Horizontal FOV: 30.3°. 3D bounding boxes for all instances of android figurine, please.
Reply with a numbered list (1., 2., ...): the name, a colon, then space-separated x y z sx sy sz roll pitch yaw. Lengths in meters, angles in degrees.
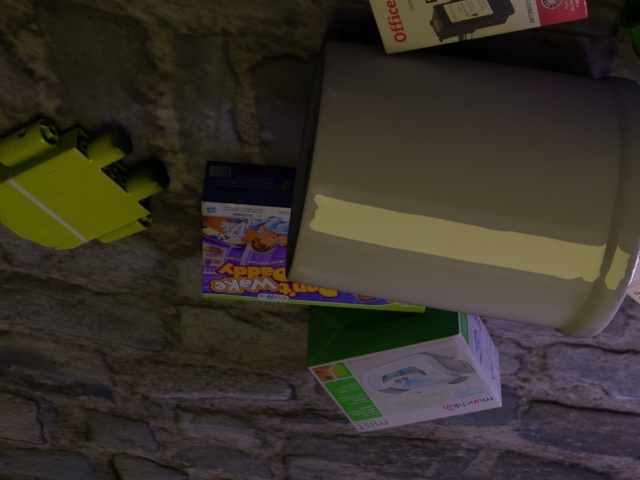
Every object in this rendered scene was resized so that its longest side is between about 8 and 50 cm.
1. android figurine: -0.359 -0.072 1.700 0.273 0.056 0.248 -22 136 27

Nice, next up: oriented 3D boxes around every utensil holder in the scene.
1. utensil holder: 0.168 -0.069 1.460 0.386 0.327 0.327 9 142 -5

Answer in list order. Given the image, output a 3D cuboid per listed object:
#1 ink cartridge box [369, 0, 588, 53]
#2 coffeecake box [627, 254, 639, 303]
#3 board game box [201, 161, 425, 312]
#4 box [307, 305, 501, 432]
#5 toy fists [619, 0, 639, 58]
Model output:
1. ink cartridge box: 0.165 -0.317 1.316 0.237 0.100 0.172 -9 140 14
2. coffeecake box: 0.514 0.027 1.764 0.142 0.068 0.185 -29 132 35
3. board game box: 0.000 0.000 1.752 0.347 0.078 0.233 4 142 -2
4. box: 0.141 0.192 1.956 0.262 0.126 0.231 -14 137 18
5. toy fists: 0.492 -0.274 1.361 0.279 0.096 0.142 -27 126 35
